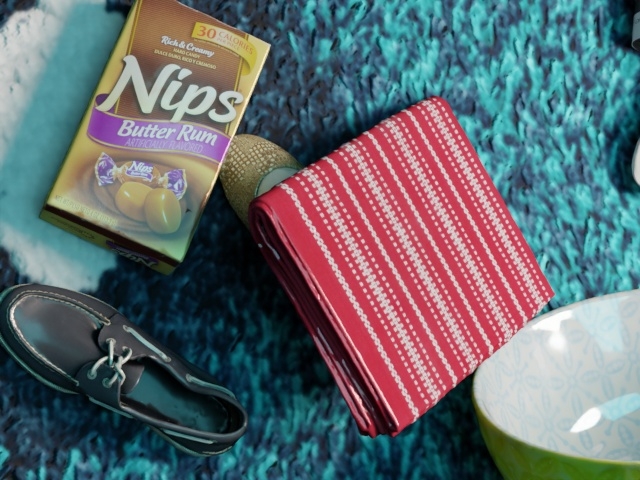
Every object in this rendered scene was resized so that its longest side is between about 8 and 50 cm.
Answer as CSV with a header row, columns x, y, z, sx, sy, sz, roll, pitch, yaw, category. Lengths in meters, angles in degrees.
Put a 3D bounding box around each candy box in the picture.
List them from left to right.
x,y,z,sx,sy,sz,roll,pitch,yaw,category
-0.122,-0.082,1.460,0.109,0.053,0.186,24,71,-9,candy box

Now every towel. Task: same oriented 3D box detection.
x,y,z,sx,sy,sz,roll,pitch,yaw,category
0.065,0.013,1.487,0.275,0.031,0.199,-33,95,-51,towel

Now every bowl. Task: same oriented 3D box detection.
x,y,z,sx,sy,sz,roll,pitch,yaw,category
0.266,0.164,1.498,0.289,0.289,0.156,-20,114,-25,bowl

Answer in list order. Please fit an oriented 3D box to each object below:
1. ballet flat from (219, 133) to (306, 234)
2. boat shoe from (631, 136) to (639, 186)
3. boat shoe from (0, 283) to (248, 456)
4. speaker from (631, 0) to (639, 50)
x,y,z,sx,sy,sz,roll,pitch,yaw,category
0.000,0.000,1.497,0.073,0.067,0.206,-42,98,-19,ballet flat
0.319,-0.120,1.654,0.066,0.063,0.184,27,91,-2,boat shoe
-0.140,0.089,1.423,0.206,0.065,0.075,33,70,-15,boat shoe
0.295,-0.227,1.669,0.055,0.055,0.136,10,78,-22,speaker
